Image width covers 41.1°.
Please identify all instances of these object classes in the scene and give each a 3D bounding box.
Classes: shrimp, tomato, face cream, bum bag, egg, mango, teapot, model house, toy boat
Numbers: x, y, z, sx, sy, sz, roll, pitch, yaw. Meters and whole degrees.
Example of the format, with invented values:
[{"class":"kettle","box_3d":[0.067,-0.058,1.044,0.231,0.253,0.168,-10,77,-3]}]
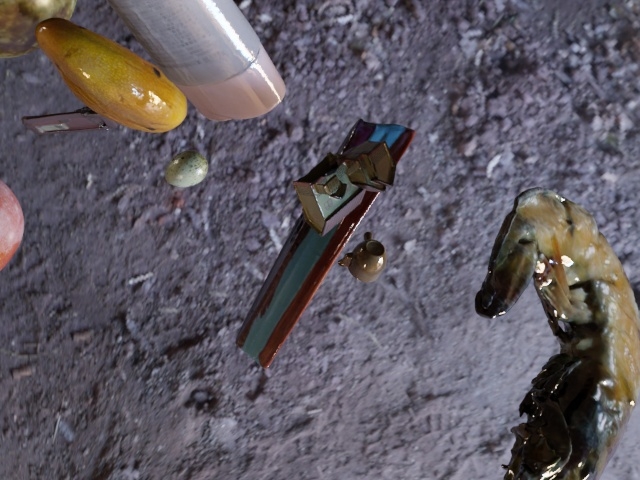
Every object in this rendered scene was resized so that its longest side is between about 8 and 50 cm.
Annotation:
[{"class":"shrimp","box_3d":[0.181,0.096,0.701,0.365,0.071,0.233,-44,110,-43]},{"class":"tomato","box_3d":[-0.755,-0.042,1.755,0.270,0.227,0.270,8,38,-6]},{"class":"face cream","box_3d":[-0.134,-0.209,0.734,0.269,0.107,0.073,52,53,-45]},{"class":"bum bag","box_3d":[-0.466,-0.224,1.590,0.159,0.109,0.026,-6,83,-4]},{"class":"egg","box_3d":[-0.323,-0.170,2.051,0.110,0.085,0.085,-31,78,11]},{"class":"mango","box_3d":[-0.314,-0.240,1.292,0.262,0.157,0.109,25,92,-42]},{"class":"teapot","box_3d":[0.081,0.018,1.586,0.085,0.080,0.110,15,49,-10]},{"class":"egg","box_3d":[-0.519,-0.410,1.368,0.238,0.289,0.238,7,77,-32]},{"class":"model house","box_3d":[0.025,-0.048,0.770,0.083,0.057,0.058,-42,123,-33]},{"class":"toy boat","box_3d":[0.000,0.000,1.190,0.079,0.136,0.392,28,102,-9]}]
